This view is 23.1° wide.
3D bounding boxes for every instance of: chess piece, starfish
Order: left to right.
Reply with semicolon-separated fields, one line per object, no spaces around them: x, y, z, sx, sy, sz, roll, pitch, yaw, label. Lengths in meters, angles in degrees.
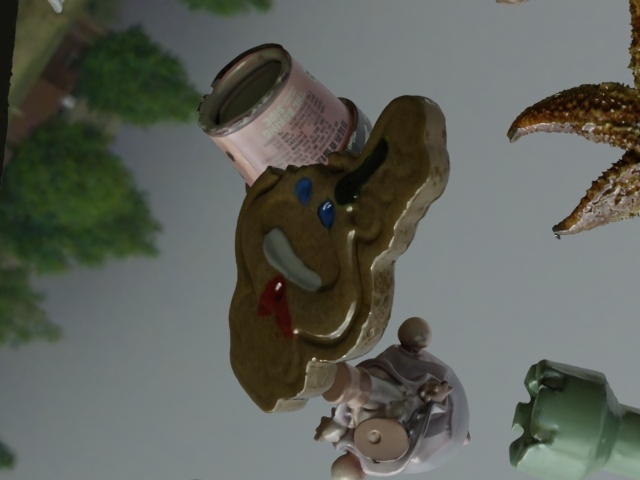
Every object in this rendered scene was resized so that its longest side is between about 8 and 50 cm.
0.349;0.214;1.592;0.194;0.299;0.195;-165;-90;-88;chess piece
0.229;-0.072;1.031;0.227;0.241;0.043;-17;-170;35;starfish

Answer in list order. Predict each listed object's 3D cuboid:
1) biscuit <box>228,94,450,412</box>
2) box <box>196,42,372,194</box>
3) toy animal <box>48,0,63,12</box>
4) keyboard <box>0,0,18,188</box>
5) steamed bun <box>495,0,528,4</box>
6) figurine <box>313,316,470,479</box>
0.004;0.005;1.253;0.320;0.047;0.183;-44;-120;42;biscuit
-0.044;-0.118;1.634;0.151;0.135;0.151;-32;-148;23;box
-0.291;-0.274;1.473;0.181;0.131;0.127;-22;-175;-43;toy animal
-0.247;-0.122;1.071;0.015;0.074;0.196;122;-29;-61;keyboard
0.177;-0.325;1.570;0.145;0.175;0.106;-48;-177;-40;steamed bun
0.079;0.180;1.637;0.200;0.133;0.276;-65;162;2;figurine
